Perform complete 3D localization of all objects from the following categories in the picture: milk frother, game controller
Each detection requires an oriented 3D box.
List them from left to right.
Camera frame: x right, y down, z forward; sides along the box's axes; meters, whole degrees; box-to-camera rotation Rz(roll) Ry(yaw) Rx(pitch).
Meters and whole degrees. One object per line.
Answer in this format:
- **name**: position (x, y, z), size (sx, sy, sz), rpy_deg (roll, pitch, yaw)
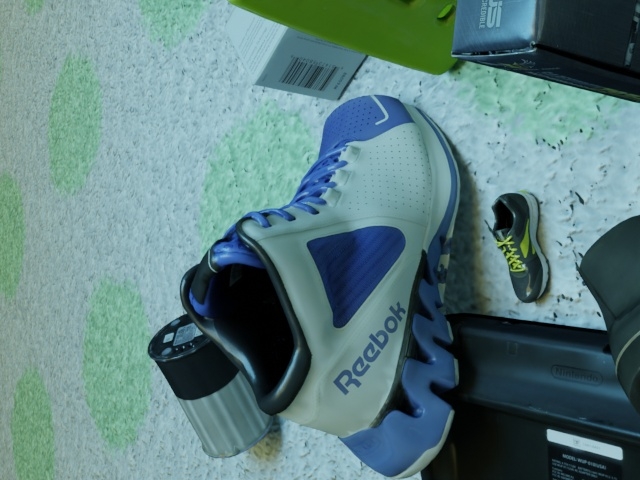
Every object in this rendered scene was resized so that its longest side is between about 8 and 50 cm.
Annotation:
- **milk frother**: position (-0.080, 0.130, 0.794), size (0.143, 0.129, 0.135), rpy_deg (-11, 117, 24)
- **game controller**: position (0.179, 0.141, 0.492), size (0.319, 0.067, 0.167), rpy_deg (3, 105, 53)

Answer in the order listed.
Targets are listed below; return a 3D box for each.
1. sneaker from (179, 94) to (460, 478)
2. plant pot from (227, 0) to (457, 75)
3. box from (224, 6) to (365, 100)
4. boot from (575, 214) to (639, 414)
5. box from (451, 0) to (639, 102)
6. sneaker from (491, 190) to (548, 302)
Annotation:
- **sneaker**: position (0.000, 0.001, 0.566), size (0.127, 0.182, 0.316), rpy_deg (-38, 40, 44)
- **plant pot**: position (0.046, -0.284, 0.539), size (0.207, 0.227, 0.228), rpy_deg (-40, 58, 37)
- **box**: position (-0.015, -0.200, 0.706), size (0.102, 0.101, 0.087), rpy_deg (-53, 50, 35)
- **boot**: position (0.234, -0.003, 0.409), size (0.198, 0.077, 0.137), rpy_deg (-31, 22, 16)
- **box**: position (0.163, -0.200, 0.411), size (0.059, 0.183, 0.233), rpy_deg (12, 97, 52)
- **sneaker**: position (0.140, 0.005, 0.553), size (0.031, 0.035, 0.083), rpy_deg (-19, 74, 51)
